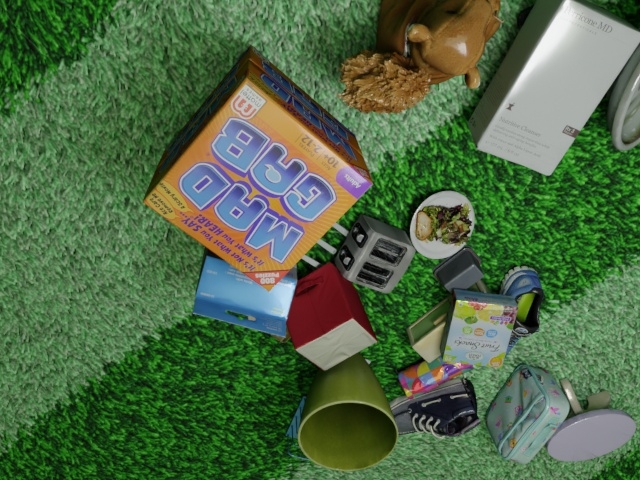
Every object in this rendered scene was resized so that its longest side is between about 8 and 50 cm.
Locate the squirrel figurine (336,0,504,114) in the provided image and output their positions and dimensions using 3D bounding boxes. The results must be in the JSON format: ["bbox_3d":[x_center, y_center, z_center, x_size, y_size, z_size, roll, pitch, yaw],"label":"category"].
[{"bbox_3d":[0.232,-0.411,1.492,0.281,0.370,0.397,38,108,-20],"label":"squirrel figurine"}]

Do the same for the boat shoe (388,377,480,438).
[{"bbox_3d":[0.335,0.556,2.096,0.341,0.158,0.127,-28,115,9],"label":"boat shoe"}]

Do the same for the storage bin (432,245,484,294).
[{"bbox_3d":[0.402,0.099,1.914,0.135,0.091,0.098,-38,113,15],"label":"storage bin"}]

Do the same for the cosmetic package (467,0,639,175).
[{"bbox_3d":[0.540,-0.374,1.588,0.217,0.156,0.385,18,122,-10],"label":"cosmetic package"}]

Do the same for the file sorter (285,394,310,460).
[{"bbox_3d":[-0.025,0.596,2.121,0.118,0.104,0.170,17,113,-13],"label":"file sorter"}]

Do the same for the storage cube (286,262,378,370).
[{"bbox_3d":[0.020,0.213,1.851,0.184,0.193,0.215,-30,142,10],"label":"storage cube"}]

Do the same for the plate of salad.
[{"bbox_3d":[0.341,-0.039,1.845,0.200,0.048,0.199,-7,111,-18],"label":"plate of salad"}]

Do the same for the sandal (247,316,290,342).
[{"bbox_3d":[-0.096,0.264,1.964,0.240,0.079,0.088,20,113,-13],"label":"sandal"}]

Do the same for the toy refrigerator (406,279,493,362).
[{"bbox_3d":[0.385,0.228,1.970,0.269,0.102,0.094,-40,112,15],"label":"toy refrigerator"}]

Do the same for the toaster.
[{"bbox_3d":[0.155,0.041,1.847,0.186,0.110,0.168,21,113,-22],"label":"toaster"}]

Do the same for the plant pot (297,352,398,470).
[{"bbox_3d":[0.072,0.459,1.947,0.275,0.293,0.274,-1,122,-1],"label":"plant pot"}]

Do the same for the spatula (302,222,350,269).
[{"bbox_3d":[0.000,0.000,1.782,0.168,0.019,0.242,-53,148,3],"label":"spatula"}]

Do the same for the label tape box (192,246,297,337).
[{"bbox_3d":[-0.186,0.087,1.728,0.241,0.333,0.105,16,114,-12],"label":"label tape box"}]

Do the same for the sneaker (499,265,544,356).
[{"bbox_3d":[0.553,0.242,1.965,0.130,0.147,0.330,12,115,-10],"label":"sneaker"}]

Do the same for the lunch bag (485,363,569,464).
[{"bbox_3d":[0.634,0.535,2.072,0.108,0.224,0.279,20,114,-14],"label":"lunch bag"}]

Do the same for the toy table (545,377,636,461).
[{"bbox_3d":[0.835,0.580,2.145,0.274,0.161,0.252,-11,117,2],"label":"toy table"}]

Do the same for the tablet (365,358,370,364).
[{"bbox_3d":[0.107,0.379,2.077,0.083,0.006,0.054,26,112,-15],"label":"tablet"}]

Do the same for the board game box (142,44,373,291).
[{"bbox_3d":[-0.144,-0.179,1.589,0.356,0.356,0.356,37,108,-20],"label":"board game box"}]

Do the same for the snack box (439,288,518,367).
[{"bbox_3d":[0.442,0.249,1.883,0.175,0.070,0.207,6,116,0],"label":"snack box"}]

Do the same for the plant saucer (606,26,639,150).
[{"bbox_3d":[0.791,-0.412,1.610,0.400,0.100,0.400,-34,145,-29],"label":"plant saucer"}]

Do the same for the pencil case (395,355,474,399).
[{"bbox_3d":[0.349,0.401,2.059,0.236,0.104,0.104,-27,115,11],"label":"pencil case"}]

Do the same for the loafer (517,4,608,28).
[{"bbox_3d":[0.591,-0.536,1.620,0.223,0.078,0.076,-2,116,-3],"label":"loafer"}]
